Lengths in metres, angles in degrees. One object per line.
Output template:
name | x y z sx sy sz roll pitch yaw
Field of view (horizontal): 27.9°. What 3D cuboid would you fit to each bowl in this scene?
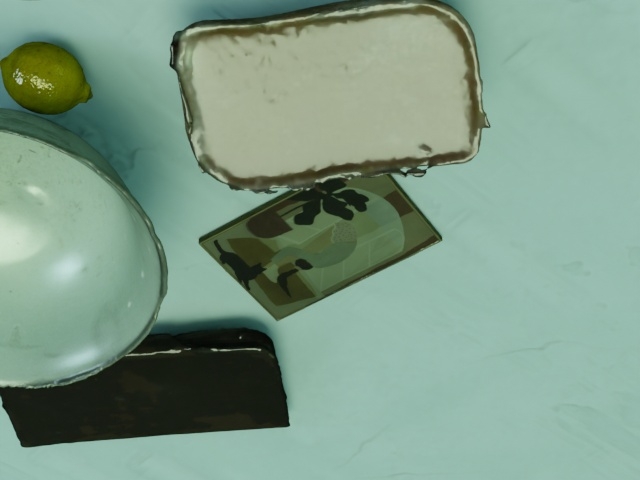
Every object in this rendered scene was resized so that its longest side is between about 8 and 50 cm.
bowl | -0.286 -0.020 1.159 0.313 0.146 0.313 0 131 0

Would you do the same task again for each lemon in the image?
lemon | -0.235 -0.138 1.108 0.083 0.062 0.062 18 129 -16

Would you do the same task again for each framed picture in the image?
framed picture | 0.000 0.000 1.274 0.201 0.010 0.136 -26 127 22

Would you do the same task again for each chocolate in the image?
chocolate | 0.009 -0.132 1.107 0.261 0.083 0.161 -4 115 2

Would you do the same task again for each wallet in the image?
wallet | -0.193 0.159 1.393 0.310 0.042 0.165 -4 134 4
